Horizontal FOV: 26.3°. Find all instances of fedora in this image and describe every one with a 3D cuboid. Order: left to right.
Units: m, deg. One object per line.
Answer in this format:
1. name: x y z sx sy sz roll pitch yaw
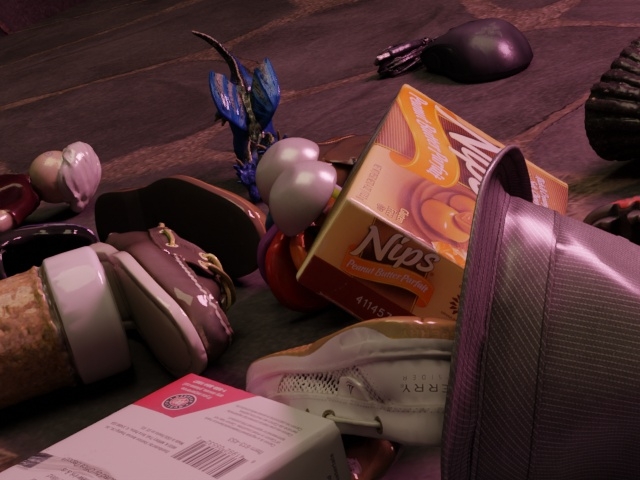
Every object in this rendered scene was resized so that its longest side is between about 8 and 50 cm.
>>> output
1. fedora: 0.147 0.074 0.800 0.124 0.244 0.275 7 -19 10

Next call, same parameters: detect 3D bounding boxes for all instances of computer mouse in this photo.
1. computer mouse: 0.209 -0.292 2.033 0.188 0.072 0.272 -21 20 -20

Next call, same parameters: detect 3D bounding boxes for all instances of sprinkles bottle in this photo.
1. sprinkles bottle: -0.352 0.116 1.217 0.355 0.121 0.121 -19 19 -11

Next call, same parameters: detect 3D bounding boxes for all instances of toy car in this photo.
1. toy car: 0.000 0.000 1.292 0.136 0.159 0.182 -53 21 9

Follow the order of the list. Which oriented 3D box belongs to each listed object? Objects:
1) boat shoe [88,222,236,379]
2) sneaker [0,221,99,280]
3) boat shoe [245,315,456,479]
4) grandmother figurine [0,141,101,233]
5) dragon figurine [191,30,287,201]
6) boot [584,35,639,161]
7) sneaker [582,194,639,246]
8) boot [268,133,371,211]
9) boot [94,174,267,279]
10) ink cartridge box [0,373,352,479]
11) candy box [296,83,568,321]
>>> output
1. boat shoe: -0.137 0.045 1.274 0.096 0.117 0.324 -24 15 -17
2. sneaker: -0.366 0.039 1.413 0.283 0.107 0.124 -21 -1 -18
3. boat shoe: 0.014 0.121 0.930 0.098 0.096 0.277 2 -14 -18
4. grandmother figurine: -0.441 -0.039 1.764 0.342 0.104 0.208 -25 30 -19
5. dragon figurine: -0.093 -0.173 1.724 0.085 0.289 0.144 -14 -19 -6
6. boot: 0.348 -0.112 1.317 0.348 0.131 0.260 -17 23 -41
7. sneaker: 0.346 -0.010 1.090 0.276 0.098 0.135 -4 22 22
8. boot: 0.029 -0.078 1.544 0.106 0.082 0.219 -6 19 32
9. boot: -0.127 -0.025 1.491 0.115 0.112 0.305 -15 13 -34
10. ink cartridge box: -0.118 0.189 0.861 0.237 0.100 0.172 -26 22 -33
11. candy box: 0.105 -0.011 1.142 0.183 0.087 0.316 32 24 -2
